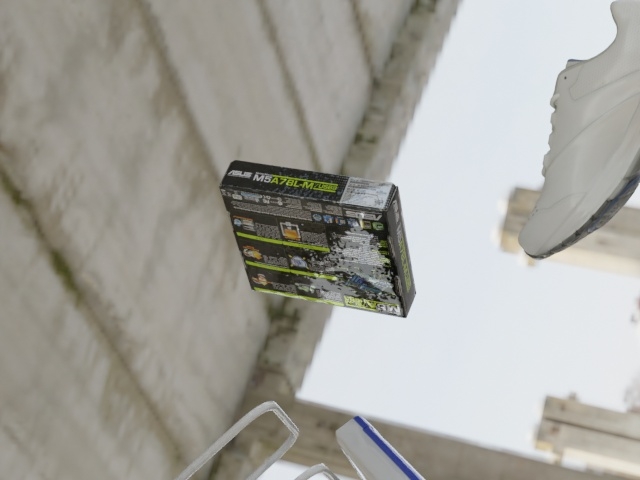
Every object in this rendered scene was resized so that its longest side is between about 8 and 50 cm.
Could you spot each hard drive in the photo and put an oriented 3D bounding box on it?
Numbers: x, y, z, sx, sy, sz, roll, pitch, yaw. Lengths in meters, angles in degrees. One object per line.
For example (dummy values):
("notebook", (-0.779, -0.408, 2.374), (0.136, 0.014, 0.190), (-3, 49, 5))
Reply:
("hard drive", (0.131, 0.308, 1.335), (0.040, 0.318, 0.210), (-36, -66, -8))

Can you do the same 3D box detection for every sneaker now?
("sneaker", (0.284, -0.112, 1.443), (0.297, 0.129, 0.111), (-58, -17, 20))

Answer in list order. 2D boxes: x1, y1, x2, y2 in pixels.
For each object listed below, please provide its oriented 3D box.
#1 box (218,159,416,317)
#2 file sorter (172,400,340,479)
("box", (0.000, 0.000, 1.523), (0.184, 0.190, 0.045), (74, -148, -50))
("file sorter", (-0.009, 0.294, 1.138), (0.173, 0.278, 0.193), (-41, -18, -6))
